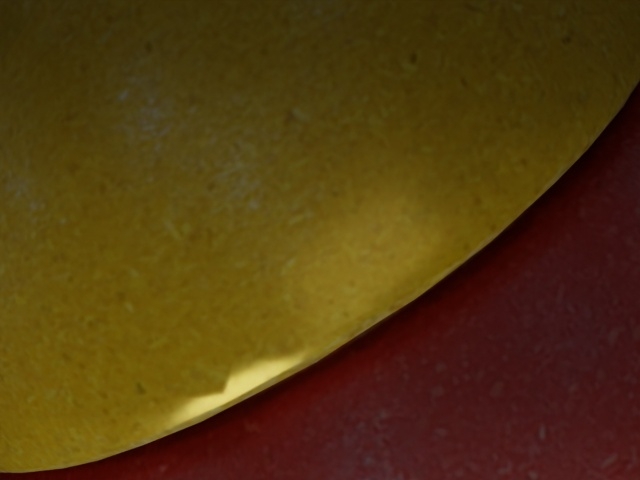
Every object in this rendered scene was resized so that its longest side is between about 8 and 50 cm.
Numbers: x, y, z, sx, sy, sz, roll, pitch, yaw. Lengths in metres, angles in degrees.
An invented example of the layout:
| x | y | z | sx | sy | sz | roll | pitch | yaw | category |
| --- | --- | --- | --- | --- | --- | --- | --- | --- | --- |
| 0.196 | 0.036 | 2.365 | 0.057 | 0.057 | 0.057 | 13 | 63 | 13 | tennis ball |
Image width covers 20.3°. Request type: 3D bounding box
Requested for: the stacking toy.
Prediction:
| x | y | z | sx | sy | sz | roll | pitch | yaw | category |
| --- | --- | --- | --- | --- | --- | --- | --- | --- | --- |
| 0.000 | 0.000 | 0.455 | 0.350 | 0.350 | 0.480 | -35 | 107 | -4 | stacking toy |
